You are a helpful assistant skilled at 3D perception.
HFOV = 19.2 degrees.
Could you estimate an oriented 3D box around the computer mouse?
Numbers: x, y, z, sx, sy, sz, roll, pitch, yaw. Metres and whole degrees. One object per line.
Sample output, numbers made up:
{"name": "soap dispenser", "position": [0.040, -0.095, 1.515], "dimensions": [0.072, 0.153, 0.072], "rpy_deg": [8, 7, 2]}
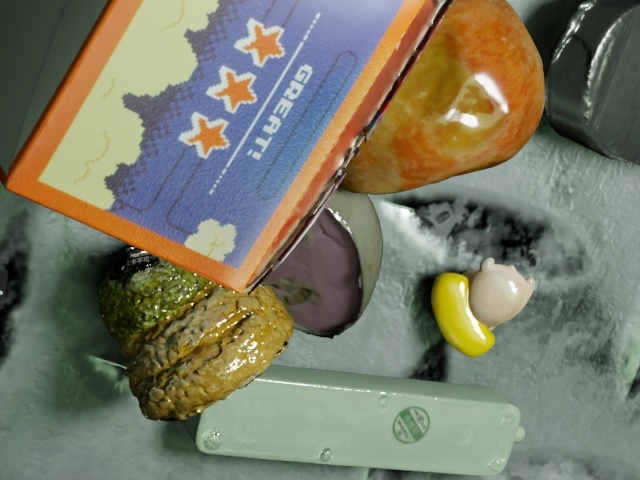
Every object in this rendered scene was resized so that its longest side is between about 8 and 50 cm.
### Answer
{"name": "computer mouse", "position": [0.339, -0.163, 1.983], "dimensions": [0.295, 0.087, 0.168], "rpy_deg": [15, 98, -39]}

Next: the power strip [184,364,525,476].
{"name": "power strip", "position": [0.047, 0.190, 2.021], "dimensions": [0.385, 0.062, 0.091], "rpy_deg": [7, 108, -23]}

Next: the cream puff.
{"name": "cream puff", "position": [-0.137, 0.067, 1.844], "dimensions": [0.183, 0.183, 0.169], "rpy_deg": [-35, 101, -5]}

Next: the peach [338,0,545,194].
{"name": "peach", "position": [0.091, -0.141, 1.825], "dimensions": [0.235, 0.214, 0.214], "rpy_deg": [-33, 119, -3]}

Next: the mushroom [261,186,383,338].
{"name": "mushroom", "position": [0.000, 0.000, 1.898], "dimensions": [0.117, 0.141, 0.188], "rpy_deg": [-39, 137, -41]}

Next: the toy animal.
{"name": "toy animal", "position": [0.166, 0.058, 2.013], "dimensions": [0.091, 0.082, 0.114], "rpy_deg": [39, 109, 2]}

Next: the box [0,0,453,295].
{"name": "box", "position": [-0.128, -0.188, 1.628], "dimensions": [0.257, 0.348, 0.318], "rpy_deg": [27, 100, -31]}
